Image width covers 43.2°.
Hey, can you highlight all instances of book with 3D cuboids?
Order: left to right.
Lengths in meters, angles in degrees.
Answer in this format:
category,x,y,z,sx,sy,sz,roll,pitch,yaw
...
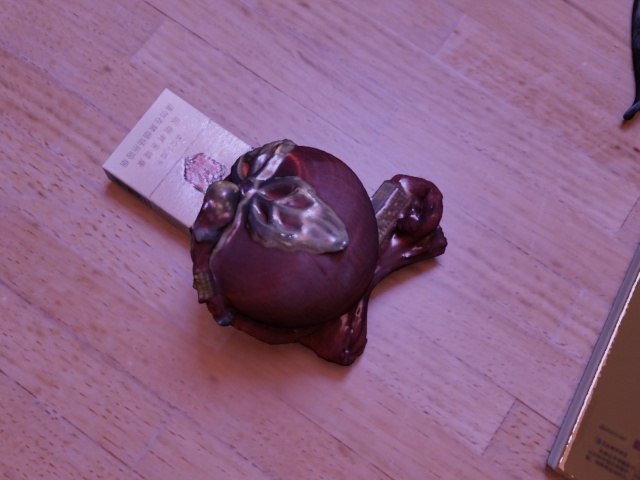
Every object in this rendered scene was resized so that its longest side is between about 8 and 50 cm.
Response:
category,x,y,z,sx,sy,sz,roll,pitch,yaw
book,0.404,0.100,0.754,0.268,0.032,0.389,29,75,4

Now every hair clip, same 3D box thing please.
category,x,y,z,sx,sy,sz,roll,pitch,yaw
hair clip,0.348,-0.228,0.841,0.070,0.039,0.230,5,73,0

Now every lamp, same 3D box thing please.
category,x,y,z,sx,sy,sz,roll,pitch,yaw
lamp,-0.009,-0.007,0.692,0.151,0.223,0.215,39,85,29

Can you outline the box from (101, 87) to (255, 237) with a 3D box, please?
category,x,y,z,sx,sy,sz,roll,pitch,yaw
box,-0.114,-0.059,0.767,0.152,0.048,0.100,34,78,7
